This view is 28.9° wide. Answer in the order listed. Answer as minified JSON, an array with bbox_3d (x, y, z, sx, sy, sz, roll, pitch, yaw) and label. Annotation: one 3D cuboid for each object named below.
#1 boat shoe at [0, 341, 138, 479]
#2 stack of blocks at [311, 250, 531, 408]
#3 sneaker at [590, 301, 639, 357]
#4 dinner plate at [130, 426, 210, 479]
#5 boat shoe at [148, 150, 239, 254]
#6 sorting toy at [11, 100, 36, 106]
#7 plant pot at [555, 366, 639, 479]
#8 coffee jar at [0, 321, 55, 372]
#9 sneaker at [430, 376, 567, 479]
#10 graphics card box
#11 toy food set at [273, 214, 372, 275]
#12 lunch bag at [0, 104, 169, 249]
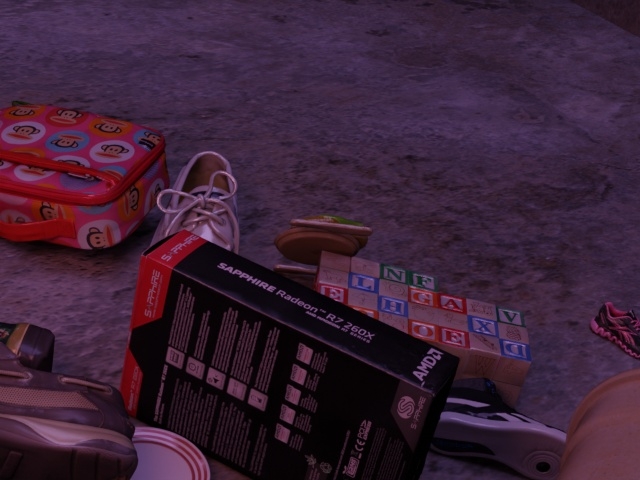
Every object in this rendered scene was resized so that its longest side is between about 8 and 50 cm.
[{"bbox_3d":[-0.365,0.179,1.307,0.355,0.132,0.130,20,39,-25],"label":"boat shoe"},{"bbox_3d":[0.131,0.123,1.723,0.297,0.087,0.171,13,30,-3],"label":"stack of blocks"},{"bbox_3d":[0.470,0.135,1.887,0.119,0.057,0.047,30,31,22],"label":"sneaker"},{"bbox_3d":[-0.196,0.263,1.412,0.141,0.017,0.141,11,29,-6],"label":"dinner plate"},{"bbox_3d":[-0.168,-0.028,1.774,0.136,0.156,0.367,12,29,-4],"label":"boat shoe"},{"bbox_3d":[-0.480,-0.199,2.051,0.061,0.042,0.102,7,15,-45],"label":"sorting toy"},{"bbox_3d":[0.327,0.346,1.247,0.334,0.334,0.305,30,44,24],"label":"plant pot"},{"bbox_3d":[-0.406,0.132,1.460,0.184,0.096,0.079,14,35,-3],"label":"coffee jar"},{"bbox_3d":[0.244,0.231,1.599,0.217,0.079,0.121,14,31,2],"label":"sneaker"},{"bbox_3d":[-0.047,0.165,1.429,0.371,0.233,0.094,24,31,17],"label":"graphics card box"},{"bbox_3d":[0.000,0.000,1.784,0.132,0.192,0.038,7,66,-9],"label":"toy food set"},{"bbox_3d":[-0.388,-0.084,1.783,0.293,0.120,0.258,11,36,17],"label":"lunch bag"}]
